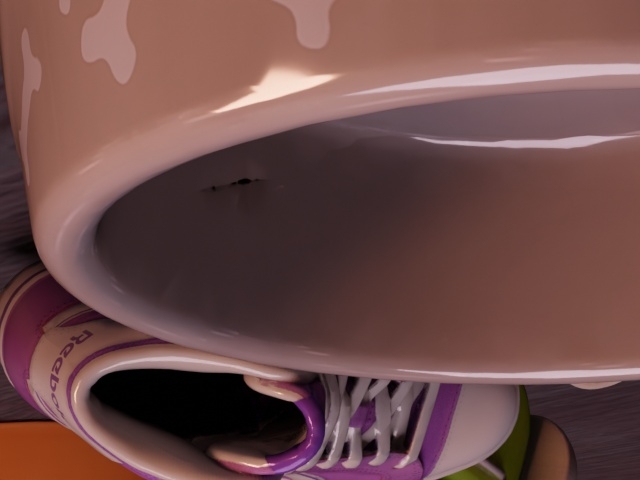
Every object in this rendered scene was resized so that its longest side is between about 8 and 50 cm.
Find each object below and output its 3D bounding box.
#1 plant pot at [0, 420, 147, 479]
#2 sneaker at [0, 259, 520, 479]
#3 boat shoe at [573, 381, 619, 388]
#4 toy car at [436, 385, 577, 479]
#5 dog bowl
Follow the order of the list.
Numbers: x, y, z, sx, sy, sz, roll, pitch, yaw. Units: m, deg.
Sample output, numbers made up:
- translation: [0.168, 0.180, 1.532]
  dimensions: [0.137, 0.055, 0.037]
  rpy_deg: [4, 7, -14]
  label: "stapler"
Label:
- translation: [-0.192, 0.264, 1.313]
  dimensions: [0.291, 0.203, 0.291]
  rpy_deg: [1, 162, 0]
  label: "plant pot"
- translation: [-0.003, 0.084, 0.799]
  dimensions: [0.282, 0.102, 0.161]
  rpy_deg: [8, -172, -27]
  label: "sneaker"
- translation: [0.177, 0.044, 0.875]
  dimensions: [0.125, 0.038, 0.046]
  rpy_deg: [-24, 110, 42]
  label: "boat shoe"
- translation: [0.051, 0.146, 0.999]
  dimensions: [0.136, 0.182, 0.159]
  rpy_deg: [5, 155, 47]
  label: "toy car"
- translation: [0.071, -0.037, 0.504]
  dimensions: [0.349, 0.102, 0.349]
  rpy_deg: [-1, 163, 0]
  label: "dog bowl"
